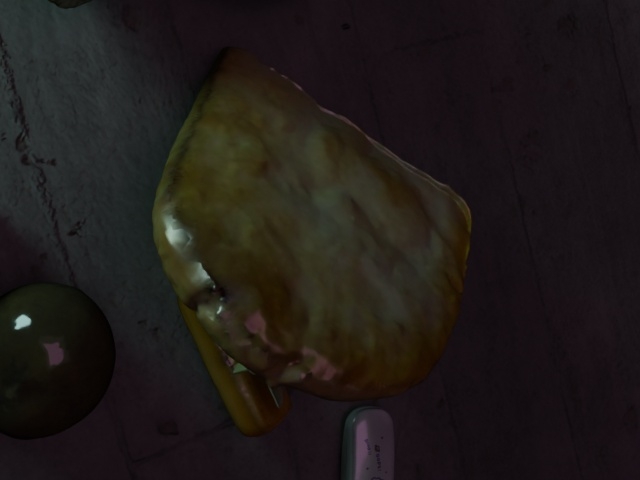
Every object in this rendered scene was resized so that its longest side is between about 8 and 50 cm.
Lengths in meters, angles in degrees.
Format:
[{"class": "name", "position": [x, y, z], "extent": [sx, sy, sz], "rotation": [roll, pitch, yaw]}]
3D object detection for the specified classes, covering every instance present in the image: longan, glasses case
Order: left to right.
[{"class": "longan", "position": [-0.329, 0.141, 0.999], "extent": [0.167, 0.167, 0.187], "rotation": [28, 80, -24]}, {"class": "glasses case", "position": [0.070, 0.345, 1.259], "extent": [0.076, 0.049, 0.197], "rotation": [3, 90, -27]}]

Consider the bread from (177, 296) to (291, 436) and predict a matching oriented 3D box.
[{"class": "bread", "position": [-0.122, 0.148, 1.145], "extent": [0.092, 0.074, 0.239], "rotation": [-37, 108, -46]}]

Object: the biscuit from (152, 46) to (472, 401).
[{"class": "biscuit", "position": [-0.001, 0.001, 1.067], "extent": [0.429, 0.104, 0.446], "rotation": [30, 46, -17]}]

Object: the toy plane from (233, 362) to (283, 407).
[{"class": "toy plane", "position": [-0.044, 0.086, 1.133], "extent": [0.242, 0.104, 0.256], "rotation": [50, 50, -25]}]

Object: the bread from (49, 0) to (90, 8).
[{"class": "bread", "position": [-0.265, -0.480, 0.945], "extent": [0.301, 0.210, 0.341], "rotation": [-28, 88, 1]}]
